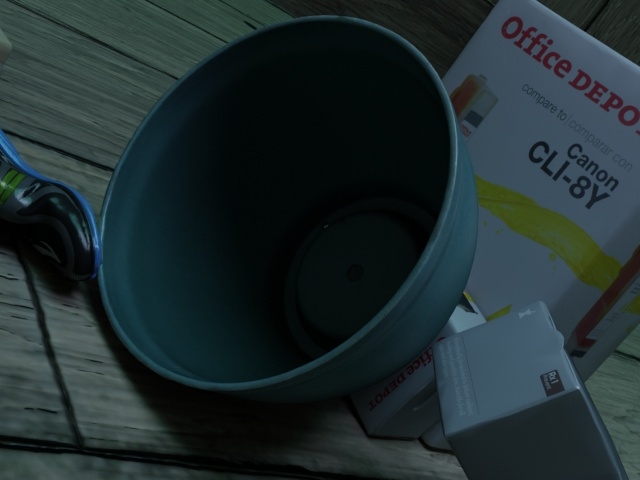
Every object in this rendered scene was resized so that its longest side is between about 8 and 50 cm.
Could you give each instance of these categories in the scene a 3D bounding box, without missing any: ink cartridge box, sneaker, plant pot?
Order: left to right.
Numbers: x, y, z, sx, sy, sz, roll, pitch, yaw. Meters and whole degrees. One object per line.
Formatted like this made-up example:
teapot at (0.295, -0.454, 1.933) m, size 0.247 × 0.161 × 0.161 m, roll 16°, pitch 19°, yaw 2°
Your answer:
sneaker at (-0.240, -0.029, 0.644) m, size 0.188 × 0.067 × 0.078 m, roll 40°, pitch 39°, yaw 7°
plant pot at (0.000, 0.000, 0.686) m, size 0.293 × 0.293 × 0.196 m, roll 50°, pitch 5°, yaw 36°
ink cartridge box at (0.071, 0.076, 0.794) m, size 0.072 × 0.127 × 0.175 m, roll 20°, pitch 33°, yaw -45°
ink cartridge box at (0.196, -0.018, 0.873) m, size 0.160 × 0.385 × 0.279 m, roll 20°, pitch 24°, yaw -43°

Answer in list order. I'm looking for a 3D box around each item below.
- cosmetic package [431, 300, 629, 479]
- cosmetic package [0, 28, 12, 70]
cosmetic package at (0.175, 0.180, 0.639) m, size 0.238 × 0.107 × 0.127 m, roll 59°, pitch 14°, yaw -17°
cosmetic package at (-0.404, -0.178, 0.613) m, size 0.160 × 0.113 × 0.309 m, roll 47°, pitch 20°, yaw 30°
